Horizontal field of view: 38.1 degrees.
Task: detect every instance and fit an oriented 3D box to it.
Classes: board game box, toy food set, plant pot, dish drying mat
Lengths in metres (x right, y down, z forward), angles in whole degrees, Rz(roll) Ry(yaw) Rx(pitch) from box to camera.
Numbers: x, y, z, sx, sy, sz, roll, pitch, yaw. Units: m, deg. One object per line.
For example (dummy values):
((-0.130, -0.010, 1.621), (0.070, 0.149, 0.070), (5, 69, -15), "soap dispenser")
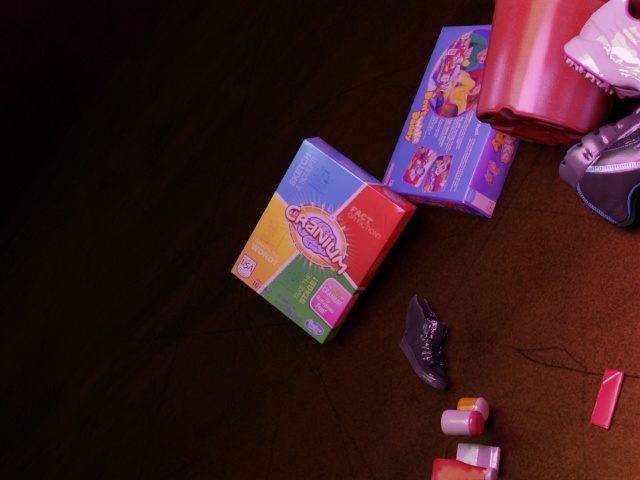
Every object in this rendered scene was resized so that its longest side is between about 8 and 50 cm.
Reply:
((0.000, 0.000, 1.769), (0.242, 0.064, 0.316), (37, 112, 16), "board game box")
((0.240, 0.344, 1.383), (0.105, 0.111, 0.232), (-6, 63, 36), "toy food set")
((0.378, -0.300, 1.485), (0.272, 0.272, 0.265), (14, 88, 53), "plant pot")
((0.410, 0.225, 1.325), (0.032, 0.008, 0.083), (8, 76, 52), "dish drying mat")
((0.268, -0.226, 1.711), (0.233, 0.078, 0.347), (15, 81, 53), "board game box")

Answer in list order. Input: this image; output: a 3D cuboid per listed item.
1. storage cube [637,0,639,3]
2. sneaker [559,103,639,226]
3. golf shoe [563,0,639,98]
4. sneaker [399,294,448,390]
((0.587, -0.407, 1.322), (0.193, 0.215, 0.183), (7, 75, 58), "storage cube")
((0.522, -0.164, 1.359), (0.341, 0.125, 0.139), (-45, 64, 23), "sneaker")
((0.481, -0.227, 1.252), (0.306, 0.115, 0.140), (39, 104, 23), "golf shoe")
((0.187, 0.174, 1.593), (0.089, 0.051, 0.170), (-58, 33, 15), "sneaker")
